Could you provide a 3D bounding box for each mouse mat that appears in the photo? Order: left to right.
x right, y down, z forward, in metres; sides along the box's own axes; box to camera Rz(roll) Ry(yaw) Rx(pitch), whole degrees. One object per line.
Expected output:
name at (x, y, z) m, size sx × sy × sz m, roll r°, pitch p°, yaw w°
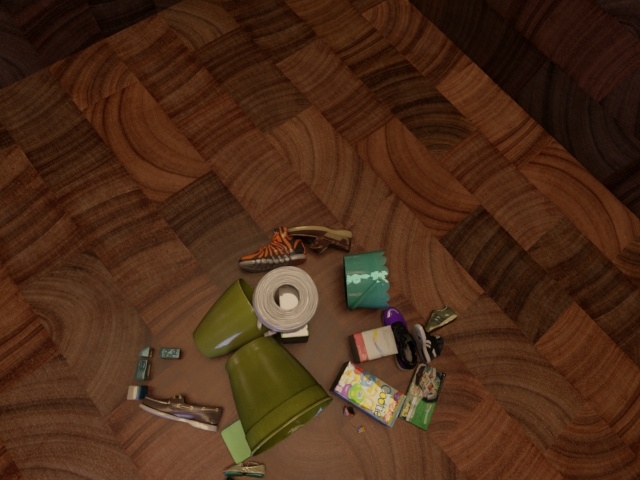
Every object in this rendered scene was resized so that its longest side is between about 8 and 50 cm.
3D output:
mouse mat at (-0.300, 0.808, 1.733) m, size 0.189 × 0.007 × 0.153 m, roll -29°, pitch 76°, yaw -14°

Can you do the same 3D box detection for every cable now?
cable at (-0.134, 0.223, 1.617) m, size 0.256 × 0.089 × 0.258 m, roll -11°, pitch 72°, yaw -7°

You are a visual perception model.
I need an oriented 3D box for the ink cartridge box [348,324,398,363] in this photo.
ink cartridge box at (0.232, 0.461, 1.850) m, size 0.176 × 0.128 × 0.128 m, roll -12°, pitch 73°, yaw -10°

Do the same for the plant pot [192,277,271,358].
plant pot at (-0.381, 0.353, 1.767) m, size 0.293 × 0.275 × 0.275 m, roll -36°, pitch 78°, yaw -1°

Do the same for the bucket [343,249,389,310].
bucket at (0.200, 0.181, 1.874) m, size 0.182 × 0.281 × 0.282 m, roll -4°, pitch 71°, yaw 1°

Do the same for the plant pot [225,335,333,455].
plant pot at (-0.198, 0.585, 1.664) m, size 0.366 × 0.367 × 0.353 m, roll -30°, pitch 66°, yaw -15°

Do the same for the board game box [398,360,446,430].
board game box at (0.451, 0.685, 1.853) m, size 0.136 × 0.030 × 0.260 m, roll 28°, pitch 70°, yaw 1°

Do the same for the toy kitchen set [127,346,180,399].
toy kitchen set at (-0.675, 0.545, 1.719) m, size 0.165 × 0.122 × 0.207 m, roll 4°, pitch 71°, yaw -5°

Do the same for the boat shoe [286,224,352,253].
boat shoe at (0.000, 0.000, 1.962) m, size 0.341 × 0.123 × 0.123 m, roll 7°, pitch 84°, yaw -31°

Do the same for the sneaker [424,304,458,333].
sneaker at (0.541, 0.370, 1.960) m, size 0.192 × 0.064 × 0.086 m, roll -25°, pitch 60°, yaw -9°

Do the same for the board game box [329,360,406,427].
board game box at (0.197, 0.648, 1.774) m, size 0.275 × 0.144 × 0.142 m, roll 31°, pitch 70°, yaw 4°

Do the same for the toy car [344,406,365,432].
toy car at (0.137, 0.765, 1.775) m, size 0.040 × 0.060 × 0.122 m, roll -37°, pitch 69°, yaw 16°

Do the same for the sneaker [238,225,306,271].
sneaker at (-0.234, 0.039, 1.960) m, size 0.320 × 0.125 × 0.180 m, roll -7°, pitch 67°, yaw -20°

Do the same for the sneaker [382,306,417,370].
sneaker at (0.369, 0.429, 1.868) m, size 0.102 × 0.146 × 0.294 m, roll -14°, pitch 74°, yaw -11°

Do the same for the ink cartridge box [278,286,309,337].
ink cartridge box at (-0.114, 0.324, 1.780) m, size 0.116 × 0.278 × 0.202 m, roll -4°, pitch 71°, yaw -5°

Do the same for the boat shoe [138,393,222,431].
boat shoe at (-0.561, 0.682, 1.692) m, size 0.324 × 0.117 × 0.097 m, roll 18°, pitch 65°, yaw -4°

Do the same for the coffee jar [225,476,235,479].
coffee jar at (-0.304, 1.007, 1.625) m, size 0.184 × 0.079 × 0.096 m, roll 24°, pitch 70°, yaw 2°

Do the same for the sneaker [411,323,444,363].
sneaker at (0.488, 0.436, 1.880) m, size 0.121 × 0.079 × 0.217 m, roll -29°, pitch 118°, yaw -20°

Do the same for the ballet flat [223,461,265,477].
ballet flat at (-0.304, 0.918, 1.678) m, size 0.168 × 0.057 × 0.053 m, roll 8°, pitch 43°, yaw -8°
